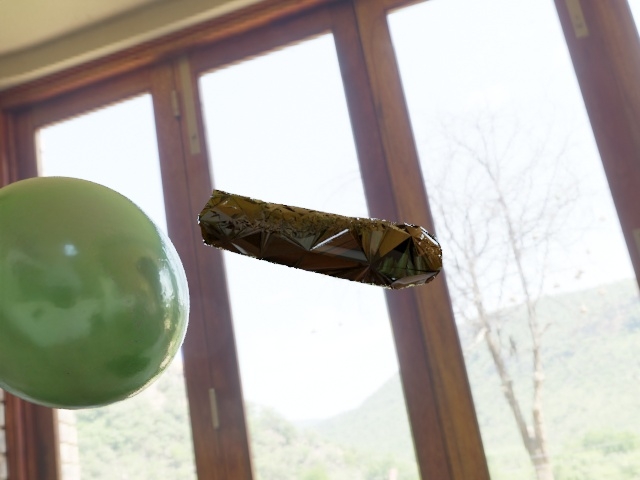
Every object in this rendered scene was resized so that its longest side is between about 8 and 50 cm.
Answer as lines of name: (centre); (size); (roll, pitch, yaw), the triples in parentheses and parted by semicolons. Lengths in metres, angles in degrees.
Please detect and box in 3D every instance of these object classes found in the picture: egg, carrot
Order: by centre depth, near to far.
carrot: (0.000, 0.000, 0.726); (0.229, 0.068, 0.069); (11, -21, -9)
egg: (-0.248, 0.050, 0.769); (0.270, 0.220, 0.220); (22, 5, 38)
